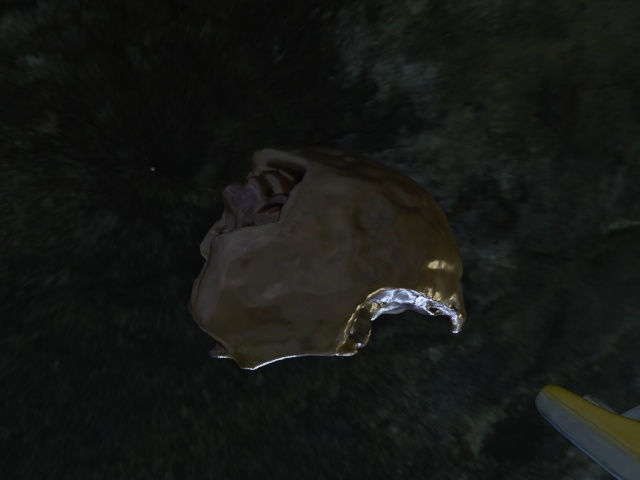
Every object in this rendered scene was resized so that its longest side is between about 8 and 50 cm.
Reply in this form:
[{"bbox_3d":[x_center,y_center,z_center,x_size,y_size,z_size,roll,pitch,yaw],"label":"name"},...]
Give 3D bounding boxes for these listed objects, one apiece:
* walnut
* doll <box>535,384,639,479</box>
[{"bbox_3d":[0.011,0.002,1.119,0.204,0.238,0.141,5,-76,-3],"label":"walnut"},{"bbox_3d":[0.244,0.170,0.813,0.145,0.316,0.103,-3,-58,-37],"label":"doll"}]
